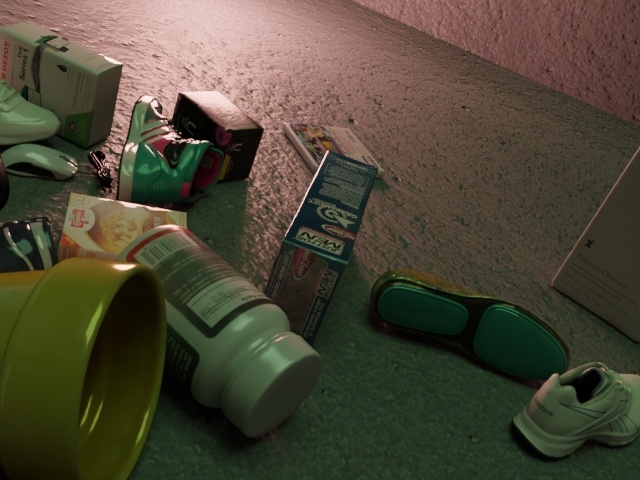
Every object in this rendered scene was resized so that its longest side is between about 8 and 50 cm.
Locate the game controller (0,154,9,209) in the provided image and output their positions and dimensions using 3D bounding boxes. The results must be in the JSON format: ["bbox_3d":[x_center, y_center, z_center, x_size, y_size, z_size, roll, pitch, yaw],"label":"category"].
[{"bbox_3d":[-0.573,-0.055,0.977,0.319,0.067,0.166,-22,77,-11],"label":"game controller"}]

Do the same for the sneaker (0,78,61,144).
[{"bbox_3d":[-0.610,-0.262,1.328,0.305,0.152,0.114,17,29,-9],"label":"sneaker"}]

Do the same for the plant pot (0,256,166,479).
[{"bbox_3d":[-0.320,0.137,0.816,0.239,0.253,0.254,6,30,7],"label":"plant pot"}]

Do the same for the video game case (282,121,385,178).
[{"bbox_3d":[0.028,-0.209,1.749,0.184,0.023,0.201,1,37,-30],"label":"video game case"}]

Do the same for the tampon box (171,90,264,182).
[{"bbox_3d":[-0.212,-0.209,1.508,0.101,0.120,0.161,-14,45,-44],"label":"tampon box"}]

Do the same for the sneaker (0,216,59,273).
[{"bbox_3d":[-0.487,-0.015,1.067,0.282,0.099,0.153,40,37,23],"label":"sneaker"}]

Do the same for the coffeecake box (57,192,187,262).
[{"bbox_3d":[-0.305,0.005,1.173,0.186,0.068,0.142,9,34,-17],"label":"coffeecake box"}]

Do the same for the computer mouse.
[{"bbox_3d":[-0.464,-0.138,1.325,0.193,0.042,0.106,6,35,-24],"label":"computer mouse"}]

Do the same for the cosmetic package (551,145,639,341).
[{"bbox_3d":[0.656,-0.021,1.476,0.217,0.384,0.156,36,34,24],"label":"cosmetic package"}]

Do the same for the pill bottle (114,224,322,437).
[{"bbox_3d":[-0.144,0.118,1.003,0.283,0.161,0.161,38,35,26],"label":"pill bottle"}]

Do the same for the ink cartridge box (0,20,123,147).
[{"bbox_3d":[-0.504,-0.298,1.439,0.220,0.160,0.092,25,31,8],"label":"ink cartridge box"}]

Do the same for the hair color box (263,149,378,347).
[{"bbox_3d":[0.000,0.000,1.259,0.105,0.173,0.347,21,31,1],"label":"hair color box"}]

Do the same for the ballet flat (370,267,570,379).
[{"bbox_3d":[0.252,0.131,1.275,0.349,0.123,0.123,20,31,-2],"label":"ballet flat"}]

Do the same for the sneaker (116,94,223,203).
[{"bbox_3d":[-0.270,-0.167,1.402,0.179,0.123,0.295,8,41,-11],"label":"sneaker"}]

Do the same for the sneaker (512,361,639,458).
[{"bbox_3d":[0.435,0.250,1.174,0.297,0.129,0.111,-5,38,-38],"label":"sneaker"}]
